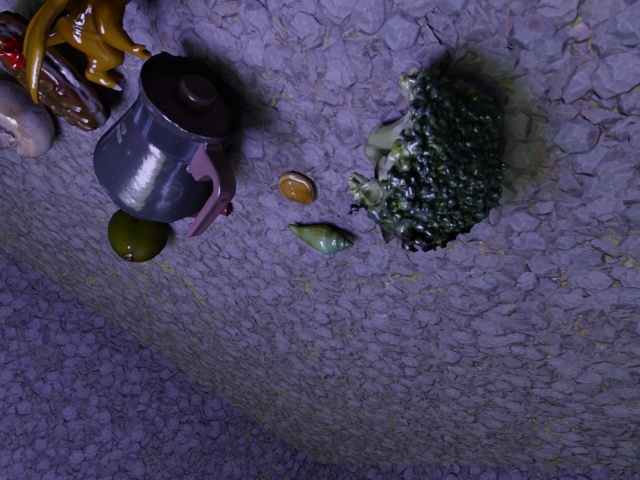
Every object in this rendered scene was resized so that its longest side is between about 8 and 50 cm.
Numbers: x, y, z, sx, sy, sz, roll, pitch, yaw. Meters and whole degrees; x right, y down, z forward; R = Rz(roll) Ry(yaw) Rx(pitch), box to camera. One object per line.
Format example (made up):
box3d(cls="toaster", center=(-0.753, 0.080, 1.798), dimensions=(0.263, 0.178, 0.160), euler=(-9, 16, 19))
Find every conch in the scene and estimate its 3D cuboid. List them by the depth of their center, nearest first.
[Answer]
box3d(cls="conch", center=(0.003, -0.003, 1.300), dimensions=(0.200, 0.080, 0.095), euler=(18, 158, 41))

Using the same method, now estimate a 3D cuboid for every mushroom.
box3d(cls="mushroom", center=(-0.933, -0.367, 1.372), dimensions=(0.253, 0.195, 0.189), euler=(43, 137, -22))

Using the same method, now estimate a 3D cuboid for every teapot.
box3d(cls="teapot", center=(-0.338, -0.206, 1.082), dimensions=(0.362, 0.305, 0.376), euler=(-44, 70, 44))

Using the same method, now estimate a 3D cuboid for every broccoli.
box3d(cls="broccoli", center=(0.178, -0.151, 0.886), dimensions=(0.281, 0.293, 0.348), euler=(41, 154, 58))

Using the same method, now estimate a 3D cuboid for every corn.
box3d(cls="corn", center=(-0.623, -0.487, 1.142), dimensions=(0.207, 0.068, 0.068), euler=(42, 141, -17))

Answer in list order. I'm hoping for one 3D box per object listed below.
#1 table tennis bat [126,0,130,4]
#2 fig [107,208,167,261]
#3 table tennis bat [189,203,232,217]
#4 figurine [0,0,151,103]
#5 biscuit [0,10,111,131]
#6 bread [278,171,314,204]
box3d(cls="table tennis bat", center=(-0.443, -0.574, 0.974), dimensions=(0.098, 0.019, 0.154), euler=(36, 145, -9))
box3d(cls="fig", center=(-0.648, -0.007, 1.586), dimensions=(0.202, 0.225, 0.203), euler=(1, 127, 1))
box3d(cls="table tennis bat", center=(-0.422, -0.139, 1.438), dimensions=(0.310, 0.038, 0.200), euler=(18, 141, 14))
box3d(cls="figurine", center=(-0.414, -0.462, 0.809), dimensions=(0.268, 0.401, 0.387), euler=(8, 146, -29))
box3d(cls="biscuit", center=(-0.687, -0.418, 1.162), dimensions=(0.332, 0.103, 0.332), euler=(33, 163, 11))
box3d(cls="bread", center=(-0.064, -0.138, 1.227), dimensions=(0.110, 0.024, 0.110), euler=(17, 140, 14))
